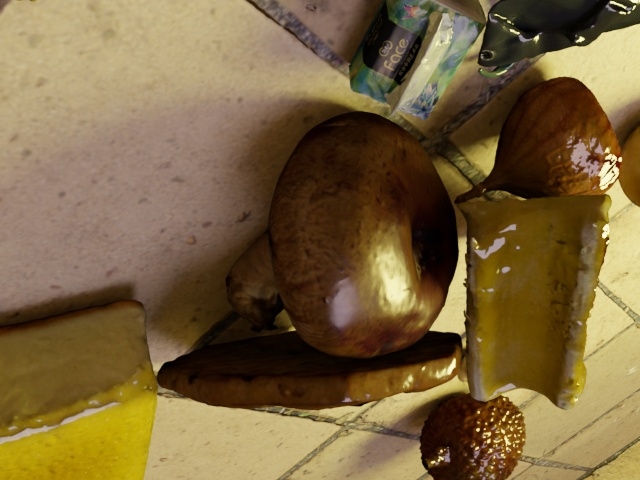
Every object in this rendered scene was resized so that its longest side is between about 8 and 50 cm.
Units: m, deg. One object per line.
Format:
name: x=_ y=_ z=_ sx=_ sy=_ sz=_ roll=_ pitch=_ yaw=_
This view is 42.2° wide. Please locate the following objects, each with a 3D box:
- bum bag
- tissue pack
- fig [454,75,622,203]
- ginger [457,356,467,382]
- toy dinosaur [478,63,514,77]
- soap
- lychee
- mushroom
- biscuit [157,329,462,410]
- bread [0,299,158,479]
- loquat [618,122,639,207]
bum bag: x=0.257 y=-0.211 z=0.718 sx=0.248 sy=0.060 sz=0.123 roll=-22 pitch=170 yaw=-11
tissue pack: x=0.086 y=-0.171 z=0.745 sx=0.085 sy=0.079 sz=0.111 roll=20 pitch=128 yaw=-15
fig: x=0.238 y=-0.083 z=0.940 sx=0.201 sy=0.146 sz=0.134 roll=-38 pitch=-172 yaw=-2
ginger: x=0.335 y=0.205 z=1.485 sx=0.149 sy=0.065 sz=0.259 roll=-36 pitch=155 yaw=31
toy dinosaur: x=0.189 y=-0.277 z=0.713 sx=0.147 sy=0.076 sz=0.363 roll=-9 pitch=150 yaw=13
soap: x=0.249 y=-0.020 z=0.954 sx=0.169 sy=0.304 sz=0.338 roll=2 pitch=139 yaw=12
lychee: x=0.281 y=0.379 z=1.552 sx=0.238 sy=0.200 sz=0.200 roll=-16 pitch=146 yaw=-40
mushroom: x=0.022 y=-0.005 z=0.849 sx=0.255 sy=0.267 sz=0.267 roll=6 pitch=143 yaw=4
biscuit: x=-0.007 y=0.142 z=0.954 sx=0.359 sy=0.046 sz=0.359 roll=-3 pitch=-179 yaw=0
bread: x=-0.346 y=0.229 z=0.901 sx=0.324 sy=0.143 sz=0.333 roll=-11 pitch=142 yaw=-29
loquat: x=0.476 y=-0.104 z=1.111 sx=0.163 sy=0.137 sz=0.163 roll=-5 pitch=140 yaw=-4
